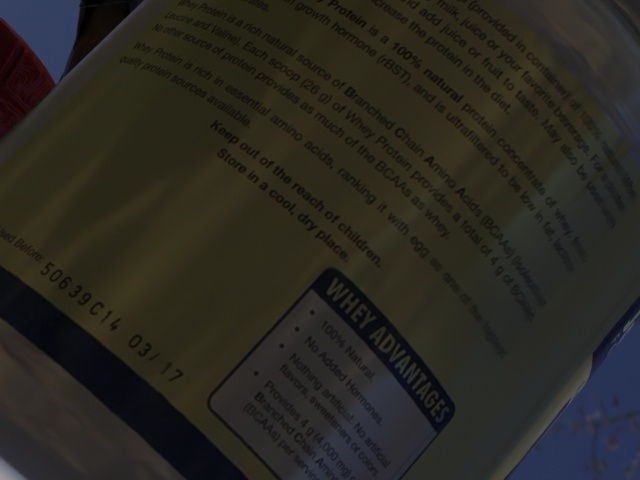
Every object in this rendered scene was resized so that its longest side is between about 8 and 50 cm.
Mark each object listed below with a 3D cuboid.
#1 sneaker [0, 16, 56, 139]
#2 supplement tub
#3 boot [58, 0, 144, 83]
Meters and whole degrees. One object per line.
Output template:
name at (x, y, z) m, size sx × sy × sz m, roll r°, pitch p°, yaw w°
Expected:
sneaker at (-0.264, -0.158, 1.145) m, size 0.087 × 0.221 × 0.128 m, roll -47°, pitch -172°, yaw 15°
supplement tub at (0.000, 0.000, 0.642) m, size 0.325 × 0.235 × 0.235 m, roll -47°, pitch -139°, yaw -18°
boot at (-0.173, -0.172, 1.257) m, size 0.082 × 0.106 × 0.219 m, roll -2°, pitch -141°, yaw 14°
